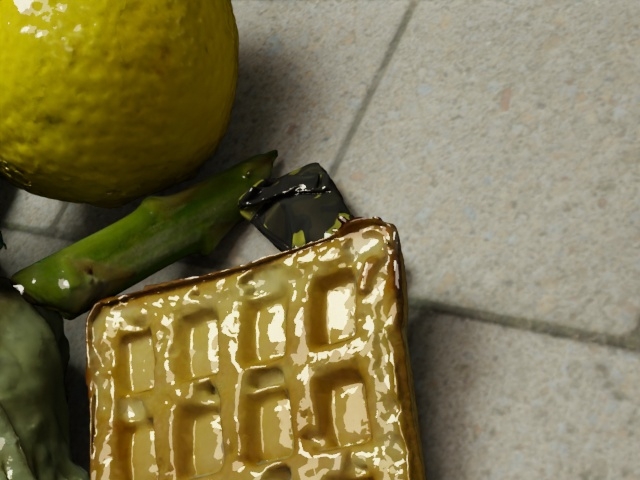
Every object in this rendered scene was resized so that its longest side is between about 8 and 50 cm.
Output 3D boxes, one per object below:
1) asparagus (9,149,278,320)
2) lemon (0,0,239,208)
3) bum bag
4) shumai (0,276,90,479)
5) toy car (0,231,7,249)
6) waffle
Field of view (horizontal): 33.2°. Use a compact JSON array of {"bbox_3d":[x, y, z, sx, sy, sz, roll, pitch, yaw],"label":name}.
[{"bbox_3d":[-0.178,-0.006,1.174,0.343,0.085,0.082,-31,33,-31],"label":"asparagus"},{"bbox_3d":[-0.259,-0.224,1.233,0.350,0.387,0.350,-3,20,1],"label":"lemon"},{"bbox_3d":[0.000,0.000,1.116,0.107,0.060,0.232,-44,52,5],"label":"bum bag"},{"bbox_3d":[-0.321,0.196,1.075,0.288,0.292,0.330,17,36,25],"label":"shumai"},{"bbox_3d":[-0.425,-0.064,1.174,0.097,0.141,0.321,-17,25,-25],"label":"toy car"},{"bbox_3d":[-0.065,0.156,0.995,0.348,0.077,0.304,-16,62,22],"label":"waffle"}]
